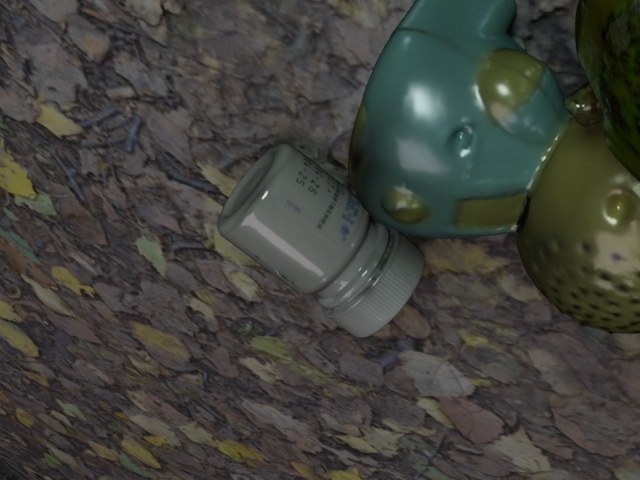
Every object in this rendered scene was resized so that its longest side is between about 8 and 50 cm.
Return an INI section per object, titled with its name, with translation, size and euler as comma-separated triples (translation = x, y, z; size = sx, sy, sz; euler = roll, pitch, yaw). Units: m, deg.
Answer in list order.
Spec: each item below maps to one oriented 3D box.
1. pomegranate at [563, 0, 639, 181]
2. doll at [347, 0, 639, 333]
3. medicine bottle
[pomegranate]
translation = 0.250, -0.124, 0.501
size = 0.222, 0.276, 0.204
euler = 28, -161, -45
[doll]
translation = 0.154, -0.044, 0.703
size = 0.260, 0.161, 0.177
euler = 26, 149, 11
[medicine bottle]
translation = 0.000, 0.000, 0.964
size = 0.168, 0.105, 0.105
euler = 38, 150, -16
